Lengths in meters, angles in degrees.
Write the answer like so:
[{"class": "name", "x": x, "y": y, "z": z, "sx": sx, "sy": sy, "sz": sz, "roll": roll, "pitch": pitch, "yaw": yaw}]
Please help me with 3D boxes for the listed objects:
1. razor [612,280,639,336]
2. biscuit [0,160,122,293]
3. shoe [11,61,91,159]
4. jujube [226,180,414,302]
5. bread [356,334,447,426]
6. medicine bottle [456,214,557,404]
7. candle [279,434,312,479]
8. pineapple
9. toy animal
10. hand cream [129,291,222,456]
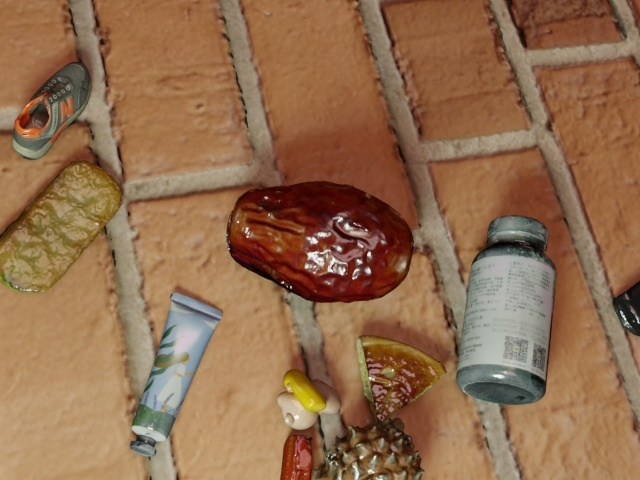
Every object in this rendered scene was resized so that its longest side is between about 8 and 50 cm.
[{"class": "razor", "x": 0.580, "y": 0.105, "z": 1.632, "sx": 0.148, "sy": 0.054, "sz": 0.090, "roll": -27, "pitch": 76, "yaw": -20}, {"class": "biscuit", "x": -0.416, "y": -0.022, "z": 1.489, "sx": 0.118, "sy": 0.029, "sz": 0.247, "roll": 38, "pitch": 65, "yaw": -2}, {"class": "shoe", "x": -0.437, "y": -0.224, "z": 1.540, "sx": 0.074, "sy": 0.077, "sz": 0.194, "roll": 28, "pitch": 65, "yaw": 1}, {"class": "jujube", "x": 0.000, "y": 0.000, "z": 1.480, "sx": 0.290, "sy": 0.197, "sz": 0.197, "roll": 12, "pitch": 65, "yaw": 10}, {"class": "bread", "x": 0.103, "y": 0.206, "z": 1.490, "sx": 0.154, "sy": 0.054, "sz": 0.136, "roll": -36, "pitch": 80, "yaw": -28}, {"class": "medicine bottle", "x": 0.306, "y": 0.108, "z": 1.525, "sx": 0.141, "sy": 0.141, "sz": 0.293, "roll": 14, "pitch": 66, "yaw": -6}, {"class": "candle", "x": -0.042, "y": 0.367, "z": 1.396, "sx": 0.053, "sy": 0.048, "sz": 0.162, "roll": 0, "pitch": 66, "yaw": 20}, {"class": "pineapple", "x": 0.075, "y": 0.342, "z": 1.373, "sx": 0.166, "sy": 0.166, "sz": 0.193, "roll": 31, "pitch": 62, "yaw": 2}, {"class": "toy animal", "x": -0.028, "y": 0.249, "z": 1.441, "sx": 0.091, "sy": 0.114, "sz": 0.082, "roll": 36, "pitch": 99, "yaw": 27}, {"class": "hand cream", "x": -0.228, "y": 0.201, "z": 1.430, "sx": 0.088, "sy": 0.055, "sz": 0.256, "roll": 22, "pitch": 59, "yaw": -7}]
